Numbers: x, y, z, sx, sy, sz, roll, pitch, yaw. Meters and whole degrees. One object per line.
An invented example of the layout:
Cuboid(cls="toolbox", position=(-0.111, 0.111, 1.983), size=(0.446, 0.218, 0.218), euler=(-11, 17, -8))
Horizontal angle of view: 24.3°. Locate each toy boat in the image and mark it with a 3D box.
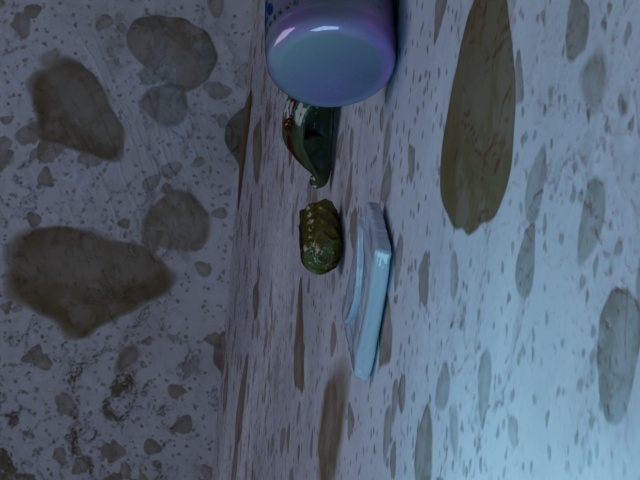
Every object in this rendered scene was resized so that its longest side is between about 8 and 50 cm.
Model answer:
Cuboid(cls="toy boat", position=(-0.011, -0.169, 2.126), size=(0.089, 0.071, 0.185), euler=(-19, -58, -52))

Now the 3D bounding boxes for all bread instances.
Cuboid(cls="bread", position=(0.000, 0.000, 1.996), size=(0.066, 0.060, 0.110), euler=(-47, 28, 27))

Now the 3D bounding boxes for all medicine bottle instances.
Cuboid(cls="medicine bottle", position=(0.010, -0.292, 1.729), size=(0.152, 0.152, 0.254), euler=(105, 166, -54))

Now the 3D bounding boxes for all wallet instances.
Cuboid(cls="wallet", position=(0.050, 0.058, 1.680), size=(0.124, 0.032, 0.183), euler=(-102, 19, -57))
